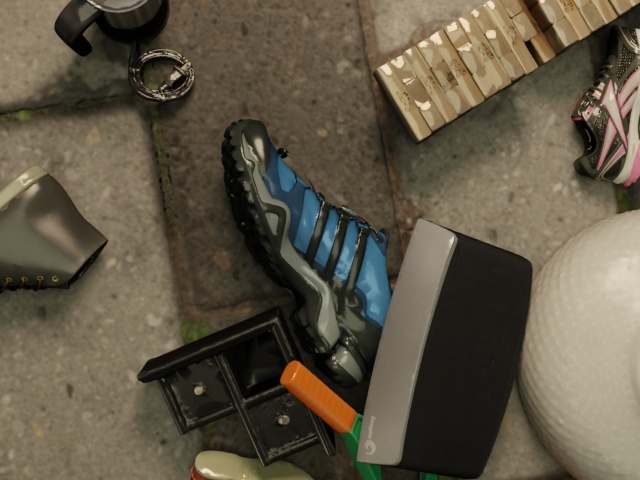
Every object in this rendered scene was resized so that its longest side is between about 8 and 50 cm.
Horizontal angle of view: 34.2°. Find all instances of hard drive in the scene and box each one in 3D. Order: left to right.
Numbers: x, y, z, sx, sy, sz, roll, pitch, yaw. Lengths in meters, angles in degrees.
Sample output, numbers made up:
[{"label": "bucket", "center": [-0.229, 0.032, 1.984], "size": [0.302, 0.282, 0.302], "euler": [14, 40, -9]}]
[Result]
[{"label": "hard drive", "center": [0.137, 0.119, 1.080], "size": [0.172, 0.054, 0.254], "euler": [19, 84, -37]}]

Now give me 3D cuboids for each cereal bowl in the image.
[{"label": "cereal bowl", "center": [0.386, 0.128, 1.095], "size": [0.339, 0.141, 0.339], "euler": [0, 87, -5]}]

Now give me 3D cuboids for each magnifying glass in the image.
[{"label": "magnifying glass", "center": [0.043, 0.201, 1.070], "size": [0.231, 0.026, 0.092], "euler": [45, 52, -28]}]

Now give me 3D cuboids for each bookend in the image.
[{"label": "bookend", "center": [-0.085, 0.172, 1.086], "size": [0.157, 0.072, 0.156], "euler": [-22, 96, 2]}]

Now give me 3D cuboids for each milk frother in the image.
[{"label": "milk frother", "center": [-0.186, -0.225, 1.073], "size": [0.143, 0.135, 0.129], "euler": [28, 86, -2]}]

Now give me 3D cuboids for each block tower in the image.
[{"label": "block tower", "center": [0.215, -0.224, 1.124], "size": [0.335, 0.097, 0.091], "euler": [-32, 90, -7]}]

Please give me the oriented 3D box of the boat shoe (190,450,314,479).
[{"label": "boat shoe", "center": [-0.071, 0.259, 1.104], "size": [0.137, 0.049, 0.043], "euler": [13, 129, -6]}]

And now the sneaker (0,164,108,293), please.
[{"label": "sneaker", "center": [-0.332, 0.037, 1.075], "size": [0.118, 0.083, 0.222], "euler": [45, 84, -1]}]

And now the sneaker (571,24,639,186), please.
[{"label": "sneaker", "center": [0.314, -0.149, 1.137], "size": [0.077, 0.072, 0.178], "euler": [3, 87, -2]}]

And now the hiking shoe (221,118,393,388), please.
[{"label": "hiking shoe", "center": [0.000, 0.000, 1.100], "size": [0.132, 0.113, 0.304], "euler": [-29, 98, -14]}]
